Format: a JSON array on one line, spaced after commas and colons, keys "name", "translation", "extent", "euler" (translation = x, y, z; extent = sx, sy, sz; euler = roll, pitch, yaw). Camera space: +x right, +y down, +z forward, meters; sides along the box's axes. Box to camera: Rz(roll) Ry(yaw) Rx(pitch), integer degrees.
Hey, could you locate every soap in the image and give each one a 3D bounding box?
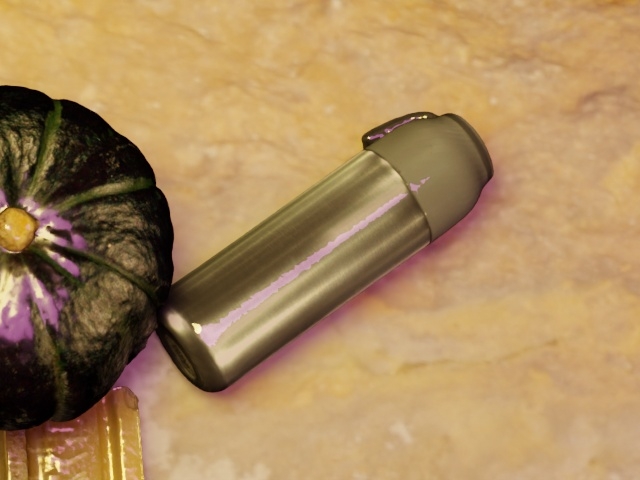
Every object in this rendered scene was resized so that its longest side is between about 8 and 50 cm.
[{"name": "soap", "translation": [-0.154, 0.220, 1.275], "extent": [0.092, 0.037, 0.252], "euler": [0, 73, -17]}]

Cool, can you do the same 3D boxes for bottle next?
[{"name": "bottle", "translation": [0.000, 0.000, 1.348], "extent": [0.253, 0.079, 0.096], "euler": [-35, 56, -15]}]

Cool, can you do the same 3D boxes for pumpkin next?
[{"name": "pumpkin", "translation": [-0.198, 0.011, 1.235], "extent": [0.220, 0.162, 0.221], "euler": [4, 74, -14]}]
